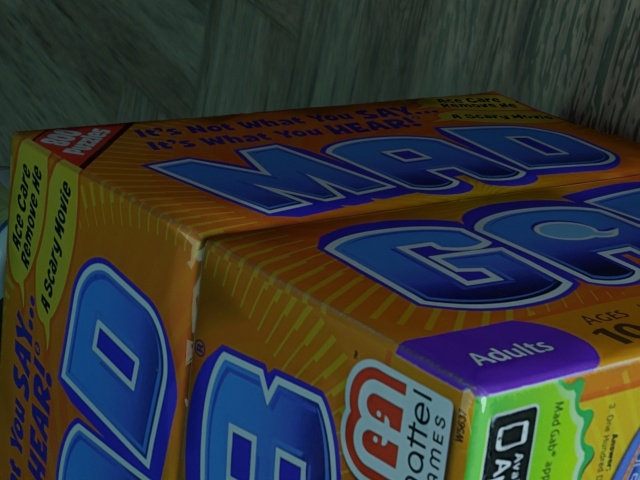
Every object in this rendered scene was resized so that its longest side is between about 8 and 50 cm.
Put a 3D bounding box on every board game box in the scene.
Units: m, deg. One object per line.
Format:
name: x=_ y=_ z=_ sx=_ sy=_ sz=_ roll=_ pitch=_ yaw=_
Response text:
board game box: x=0.065 y=0.143 z=0.868 sx=0.356 sy=0.356 sz=0.356 roll=27 pitch=117 yaw=46

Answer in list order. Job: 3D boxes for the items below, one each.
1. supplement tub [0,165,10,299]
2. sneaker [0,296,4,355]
supplement tub: x=-0.326 y=0.004 z=1.779 sx=0.200 sy=0.144 sz=0.144 roll=34 pitch=123 yaw=54
sneaker: x=-0.294 y=0.093 z=1.650 sx=0.109 sy=0.286 sz=0.130 roll=93 pitch=180 yaw=-86
